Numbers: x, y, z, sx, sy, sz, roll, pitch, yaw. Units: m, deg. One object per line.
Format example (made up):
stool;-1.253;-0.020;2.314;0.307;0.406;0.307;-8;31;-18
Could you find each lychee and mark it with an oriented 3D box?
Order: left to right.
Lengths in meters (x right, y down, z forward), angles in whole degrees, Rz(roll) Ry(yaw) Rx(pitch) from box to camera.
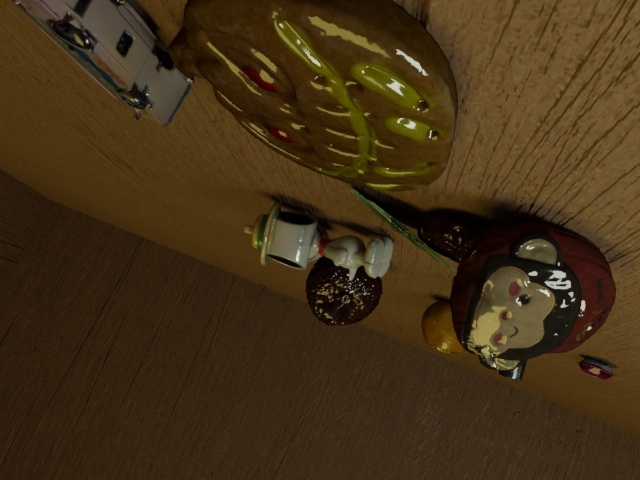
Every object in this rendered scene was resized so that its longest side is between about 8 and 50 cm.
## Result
lychee;0.057;0.109;1.528;0.194;0.195;0.194;22;169;5

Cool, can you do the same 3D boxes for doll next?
doll;-0.005;0.001;1.299;0.208;0.144;0.271;5;-173;-42

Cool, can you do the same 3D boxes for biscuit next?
biscuit;-0.018;-0.155;0.709;0.350;0.070;0.394;19;168;17
biscuit;0.243;0.009;1.020;0.192;0.049;0.192;25;175;2

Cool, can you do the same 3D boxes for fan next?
fan;0.134;-0.019;1.074;0.240;0.009;0.131;37;-179;-12

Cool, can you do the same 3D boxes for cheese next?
cheese;0.695;0.325;1.614;0.095;0.038;0.145;20;174;23

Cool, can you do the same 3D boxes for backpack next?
backpack;0.295;0.073;0.890;0.229;0.229;0.139;26;-151;-15

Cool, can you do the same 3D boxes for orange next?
orange;0.330;0.226;1.633;0.154;0.134;0.155;29;169;6

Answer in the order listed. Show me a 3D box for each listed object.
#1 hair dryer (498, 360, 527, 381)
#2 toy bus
hair dryer;0.422;0.184;1.239;0.050;0.173;0.194;18;-177;44
toy bus;-0.259;-0.239;0.751;0.112;0.090;0.274;25;169;23
